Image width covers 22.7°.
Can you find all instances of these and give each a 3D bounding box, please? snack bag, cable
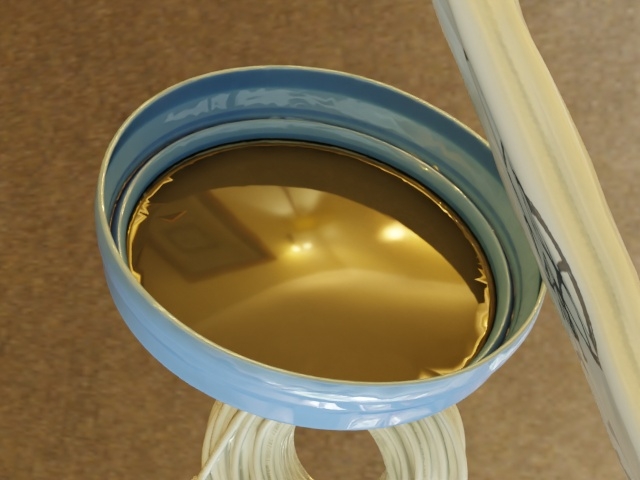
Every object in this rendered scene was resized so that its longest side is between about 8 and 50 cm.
[{"bbox_3d":[0.105,0.037,0.537,0.323,0.037,0.342,21,47,-81],"label":"snack bag"},{"bbox_3d":[0.015,0.210,1.533,0.089,0.257,0.257,-45,156,-73],"label":"cable"}]

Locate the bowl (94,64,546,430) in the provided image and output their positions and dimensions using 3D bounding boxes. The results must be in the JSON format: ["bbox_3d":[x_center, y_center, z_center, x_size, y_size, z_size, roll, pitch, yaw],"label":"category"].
[{"bbox_3d":[0.000,0.000,1.360,0.391,0.391,0.077,-29,149,-38],"label":"bowl"}]
